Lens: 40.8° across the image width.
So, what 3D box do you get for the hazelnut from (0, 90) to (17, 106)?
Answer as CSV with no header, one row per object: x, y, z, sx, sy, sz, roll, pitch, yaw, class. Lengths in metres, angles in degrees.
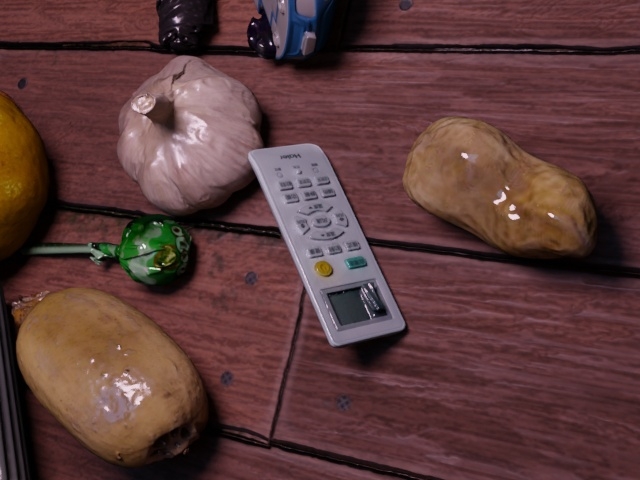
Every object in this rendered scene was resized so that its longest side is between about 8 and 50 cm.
-0.525,-0.200,1.376,0.086,0.086,0.086,-8,70,22,hazelnut

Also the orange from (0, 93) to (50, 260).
-0.534,-0.092,1.241,0.279,0.235,0.279,0,89,24,orange

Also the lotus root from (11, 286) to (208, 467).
-0.282,0.151,1.091,0.342,0.152,0.169,36,47,28,lotus root

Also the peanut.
0.197,-0.055,0.958,0.253,0.137,0.122,35,92,27,peanut

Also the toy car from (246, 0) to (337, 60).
-0.035,-0.390,1.161,0.165,0.198,0.314,-13,67,-14,toy car

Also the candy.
-0.316,0.015,1.218,0.323,0.097,0.097,0,73,34,candy

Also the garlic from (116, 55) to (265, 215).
-0.190,-0.155,1.128,0.218,0.212,0.219,-5,74,18,garlic

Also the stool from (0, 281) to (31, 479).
-0.539,0.211,1.133,0.297,0.297,0.330,-23,61,16,stool

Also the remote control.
0.000,0.000,1.067,0.293,0.103,0.051,65,149,27,remote control

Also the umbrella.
-0.192,-0.432,1.287,0.090,0.094,0.326,0,74,10,umbrella
